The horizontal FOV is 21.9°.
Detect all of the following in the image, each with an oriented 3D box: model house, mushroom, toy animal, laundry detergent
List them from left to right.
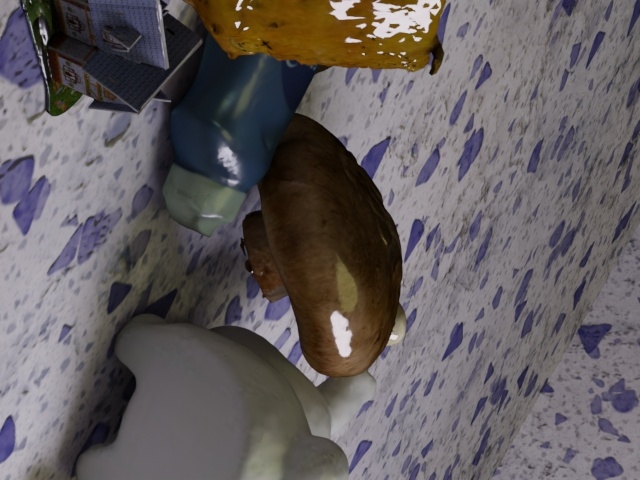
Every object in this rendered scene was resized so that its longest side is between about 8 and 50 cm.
[{"bbox_3d":[-0.141,-0.156,1.192,0.117,0.088,0.167,-52,156,-33],"label":"model house"},{"bbox_3d":[-0.057,-0.139,1.423,0.290,0.094,0.143,-68,164,4],"label":"laundry detergent"},{"bbox_3d":[-0.055,0.196,1.595,0.196,0.241,0.367,-68,162,-1],"label":"toy animal"},{"bbox_3d":[0.000,0.000,1.568,0.278,0.146,0.278,-13,90,-85],"label":"mushroom"}]

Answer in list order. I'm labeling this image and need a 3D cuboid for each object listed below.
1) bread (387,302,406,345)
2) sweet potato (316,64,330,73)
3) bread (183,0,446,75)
[{"bbox_3d":[0.020,0.061,1.752,0.053,0.214,0.073,-1,102,-28],"label":"bread"},{"bbox_3d":[0.043,-0.247,1.566,0.286,0.112,0.085,-55,155,-11],"label":"sweet potato"},{"bbox_3d":[0.016,-0.310,1.122,0.398,0.215,0.398,13,90,-90],"label":"bread"}]
